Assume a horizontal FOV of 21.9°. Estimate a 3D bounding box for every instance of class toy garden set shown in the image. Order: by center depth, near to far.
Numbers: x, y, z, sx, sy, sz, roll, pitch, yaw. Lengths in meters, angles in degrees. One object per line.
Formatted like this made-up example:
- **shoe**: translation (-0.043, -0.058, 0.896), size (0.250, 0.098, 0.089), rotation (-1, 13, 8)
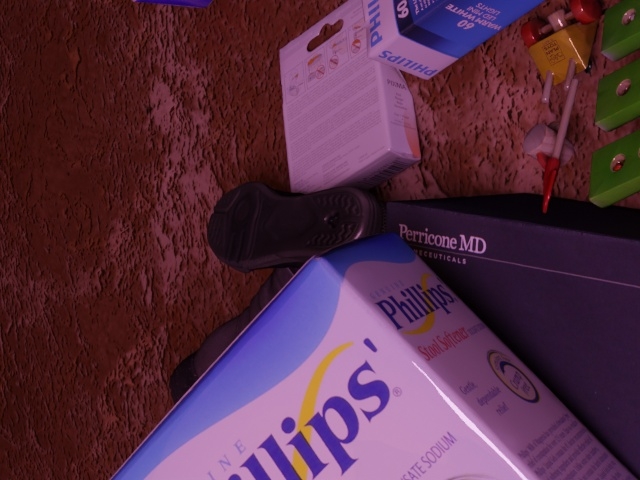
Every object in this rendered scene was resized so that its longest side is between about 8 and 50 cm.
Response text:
- **toy garden set**: translation (0.233, -0.123, 1.257), size (0.204, 0.049, 0.244), rotation (-27, 43, 46)

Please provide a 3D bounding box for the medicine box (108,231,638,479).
- **medicine box**: translation (0.039, 0.189, 1.124), size (0.289, 0.149, 0.263), rotation (46, 110, 11)

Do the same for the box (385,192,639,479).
- **box**: translation (0.221, 0.137, 1.260), size (0.343, 0.179, 0.312), rotation (12, 102, 44)

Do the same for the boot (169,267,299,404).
- **boot**: translation (0.000, 0.182, 1.542), size (0.222, 0.118, 0.338), rotation (-46, 67, 30)

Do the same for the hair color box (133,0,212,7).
- **hair color box**: translation (-0.086, -0.396, 1.585), size (0.339, 0.110, 0.185), rotation (-40, 64, 38)

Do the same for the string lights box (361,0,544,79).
- **string lights box**: translation (0.141, -0.255, 1.362), size (0.260, 0.077, 0.133), rotation (-32, 54, 42)

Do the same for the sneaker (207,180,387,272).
- **sneaker**: translation (0.000, 0.000, 1.500), size (0.228, 0.130, 0.087), rotation (-2, 71, 46)

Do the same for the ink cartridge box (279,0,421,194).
- **ink cartridge box**: translation (0.024, -0.128, 1.553), size (0.145, 0.045, 0.179), rotation (-30, 53, 43)
